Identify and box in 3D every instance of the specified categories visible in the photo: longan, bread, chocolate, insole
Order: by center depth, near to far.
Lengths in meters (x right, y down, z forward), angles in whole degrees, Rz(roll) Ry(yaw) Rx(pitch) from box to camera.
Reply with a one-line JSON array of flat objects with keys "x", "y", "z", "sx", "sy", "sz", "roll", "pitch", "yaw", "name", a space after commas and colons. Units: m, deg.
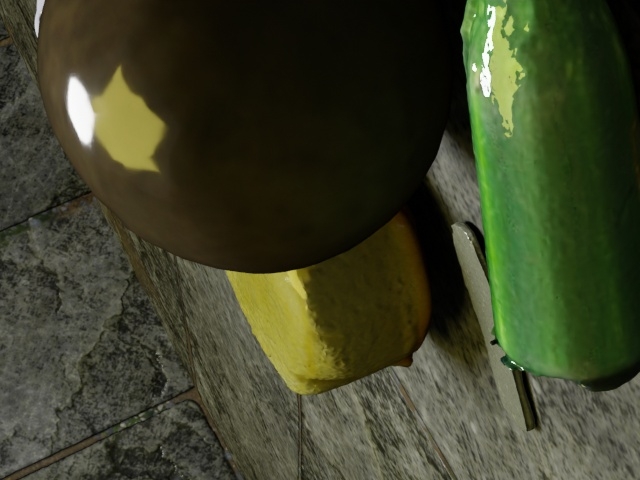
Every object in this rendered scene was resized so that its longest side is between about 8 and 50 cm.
[{"x": 0.128, "y": -0.061, "z": 0.853, "sx": 0.110, "sy": 0.110, "sz": 0.291, "roll": 48, "pitch": 156, "yaw": 53, "name": "chocolate"}, {"x": -0.053, "y": -0.117, "z": 1.058, "sx": 0.297, "sy": 0.297, "sz": 0.297, "roll": 59, "pitch": 166, "yaw": 25, "name": "longan"}, {"x": 0.138, "y": 0.070, "z": 1.235, "sx": 0.063, "sy": 0.010, "sz": 0.192, "roll": 43, "pitch": 156, "yaw": 60, "name": "insole"}, {"x": 0.000, "y": 0.000, "z": 1.358, "sx": 0.270, "sy": 0.148, "sz": 0.270, "roll": 58, "pitch": 162, "yaw": 33, "name": "bread"}]

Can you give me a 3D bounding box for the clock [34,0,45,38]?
[{"x": -0.153, "y": -0.221, "z": 1.567, "sx": 0.254, "sy": 0.189, "sz": 0.188, "roll": 22, "pitch": 137, "yaw": 51, "name": "clock"}]
